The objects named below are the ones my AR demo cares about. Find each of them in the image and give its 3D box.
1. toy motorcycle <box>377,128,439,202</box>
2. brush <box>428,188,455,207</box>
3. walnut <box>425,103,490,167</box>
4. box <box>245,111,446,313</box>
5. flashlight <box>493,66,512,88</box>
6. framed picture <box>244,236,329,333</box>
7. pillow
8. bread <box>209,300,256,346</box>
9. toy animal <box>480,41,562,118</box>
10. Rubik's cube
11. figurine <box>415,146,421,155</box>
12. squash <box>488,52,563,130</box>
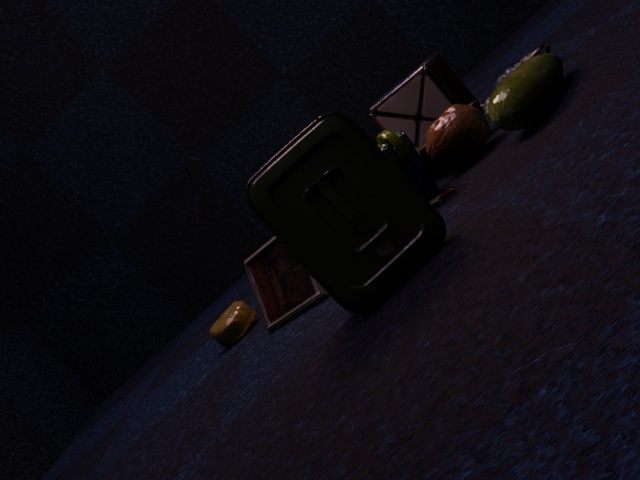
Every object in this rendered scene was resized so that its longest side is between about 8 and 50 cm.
[{"bbox_3d":[0.191,-0.151,1.720,0.191,0.200,0.326,-42,-4,-12],"label":"toy motorcycle"},{"bbox_3d":[0.271,-0.092,1.549,0.083,0.019,0.021,-35,19,51],"label":"brush"},{"bbox_3d":[0.338,-0.254,1.703,0.166,0.149,0.166,-30,-29,-19],"label":"walnut"},{"bbox_3d":[0.045,-0.043,1.324,0.253,0.329,0.178,-41,-6,-6],"label":"box"},{"bbox_3d":[0.610,-0.533,2.287,0.051,0.051,0.129,-44,5,-17],"label":"flashlight"},{"bbox_3d":[-0.097,0.095,1.759,0.016,0.216,0.273,-7,-21,-42],"label":"framed picture"},{"bbox_3d":[0.342,-0.264,1.873,0.212,0.052,0.208,-41,-20,-9],"label":"pillow"},{"bbox_3d":[-0.269,0.265,2.154,0.156,0.086,0.125,-46,17,-4],"label":"bread"},{"bbox_3d":[0.557,-0.457,1.958,0.255,0.090,0.170,-38,4,12],"label":"toy animal"},{"bbox_3d":[0.352,-0.436,2.305,0.260,0.255,0.259,-36,8,32],"label":"Rubik's cube"},{"bbox_3d":[0.274,-0.239,2.155,0.144,0.114,0.178,-42,-2,-16],"label":"figurine"},{"bbox_3d":[0.488,-0.354,1.577,0.370,0.118,0.118,-42,5,-42],"label":"squash"}]
